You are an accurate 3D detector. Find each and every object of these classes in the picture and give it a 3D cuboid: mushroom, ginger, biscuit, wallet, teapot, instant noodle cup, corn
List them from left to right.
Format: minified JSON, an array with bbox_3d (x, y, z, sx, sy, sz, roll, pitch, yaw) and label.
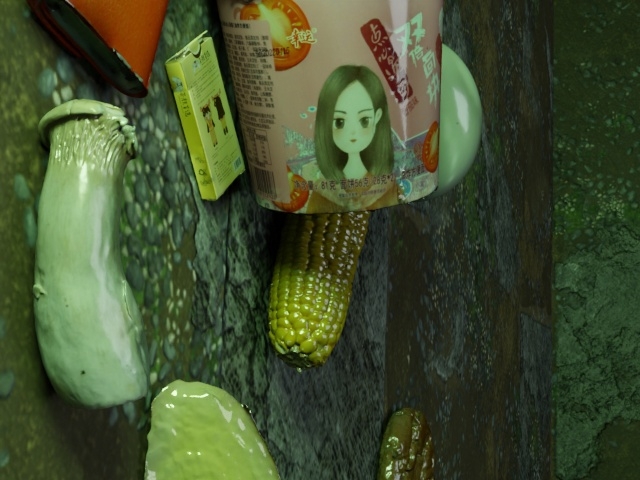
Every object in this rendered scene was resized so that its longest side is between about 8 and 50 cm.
[{"bbox_3d":[-0.170,0.009,0.765,0.092,0.081,0.223,-11,97,-49],"label":"mushroom"},{"bbox_3d":[-0.163,-0.235,0.836,0.142,0.045,0.204,49,44,-55],"label":"wallet"},{"bbox_3d":[-0.093,0.206,0.948,0.122,0.115,0.193,-91,167,-79],"label":"ginger"},{"bbox_3d":[-0.001,0.002,1.169,0.102,0.102,0.313,58,41,-52],"label":"corn"},{"bbox_3d":[0.017,-0.158,1.029,0.243,0.243,0.231,-40,128,-63],"label":"instant noodle cup"},{"bbox_3d":[0.096,-0.208,1.276,0.149,0.220,0.318,-30,118,-52],"label":"teapot"},{"bbox_3d":[0.132,0.358,1.549,0.226,0.042,0.226,0,90,-69],"label":"biscuit"}]

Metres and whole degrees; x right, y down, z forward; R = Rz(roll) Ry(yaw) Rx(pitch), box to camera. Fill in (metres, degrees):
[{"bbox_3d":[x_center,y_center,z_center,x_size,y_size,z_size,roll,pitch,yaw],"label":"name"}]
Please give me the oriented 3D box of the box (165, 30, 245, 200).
[{"bbox_3d":[-0.110,-0.119,0.998,0.073,0.020,0.149,-55,139,-55],"label":"box"}]
